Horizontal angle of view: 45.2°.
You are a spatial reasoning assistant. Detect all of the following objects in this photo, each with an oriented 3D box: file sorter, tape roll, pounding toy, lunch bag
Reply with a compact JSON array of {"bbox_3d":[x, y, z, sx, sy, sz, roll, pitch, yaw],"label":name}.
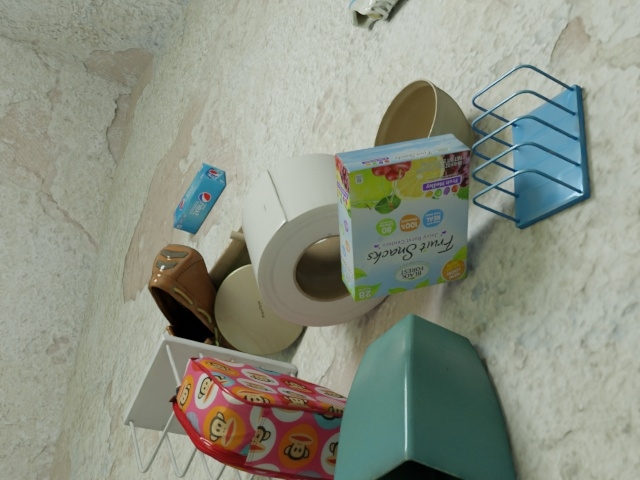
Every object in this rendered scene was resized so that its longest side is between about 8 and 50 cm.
[{"bbox_3d":[0.267,-0.124,1.011,0.118,0.104,0.170,-33,45,52],"label":"file sorter"},{"bbox_3d":[0.000,0.000,1.283,0.246,0.246,0.169,-58,30,24],"label":"tape roll"},{"bbox_3d":[-0.179,0.320,1.377,0.193,0.277,0.173,-63,29,16],"label":"file sorter"},{"bbox_3d":[-0.109,0.105,1.544,0.110,0.183,0.237,-41,-39,-84],"label":"pounding toy"},{"bbox_3d":[-0.075,0.265,1.188,0.258,0.293,0.120,23,93,61],"label":"lunch bag"}]

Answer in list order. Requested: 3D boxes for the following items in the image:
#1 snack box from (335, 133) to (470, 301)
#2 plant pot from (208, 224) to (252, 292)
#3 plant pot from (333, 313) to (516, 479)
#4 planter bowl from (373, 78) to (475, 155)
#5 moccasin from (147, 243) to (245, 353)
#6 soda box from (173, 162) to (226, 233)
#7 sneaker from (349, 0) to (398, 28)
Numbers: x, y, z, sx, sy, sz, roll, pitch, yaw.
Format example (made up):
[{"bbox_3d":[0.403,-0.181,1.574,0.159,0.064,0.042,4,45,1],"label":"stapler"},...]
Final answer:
[{"bbox_3d":[0.116,-0.030,1.072,0.070,0.174,0.207,-119,20,-56],"label":"snack box"},{"bbox_3d":[-0.153,0.037,1.655,0.237,0.109,0.237,-53,5,7],"label":"plant pot"},{"bbox_3d":[0.128,0.229,0.991,0.166,0.165,0.234,-47,27,40],"label":"plant pot"},{"bbox_3d":[0.172,-0.158,1.207,0.162,0.109,0.162,-40,40,46],"label":"planter bowl"},{"bbox_3d":[-0.250,0.182,1.567,0.380,0.139,0.147,80,-153,-46],"label":"moccasin"},{"bbox_3d":[-0.352,-0.118,2.222,0.210,0.071,0.067,-52,31,33],"label":"soda box"},{"bbox_3d":[0.130,-0.501,1.556,0.228,0.087,0.092,169,110,-68],"label":"sneaker"}]
